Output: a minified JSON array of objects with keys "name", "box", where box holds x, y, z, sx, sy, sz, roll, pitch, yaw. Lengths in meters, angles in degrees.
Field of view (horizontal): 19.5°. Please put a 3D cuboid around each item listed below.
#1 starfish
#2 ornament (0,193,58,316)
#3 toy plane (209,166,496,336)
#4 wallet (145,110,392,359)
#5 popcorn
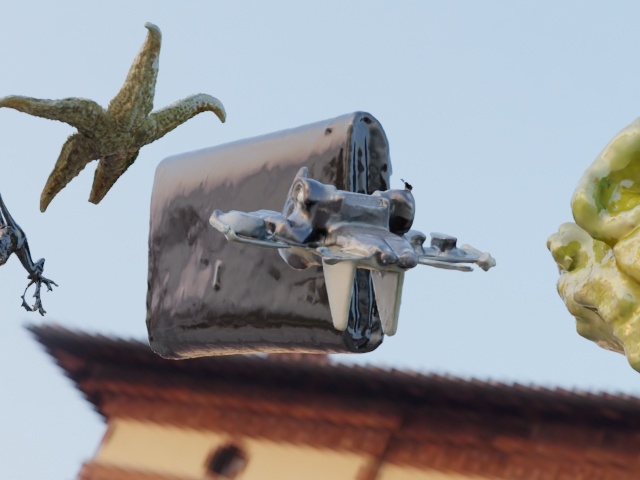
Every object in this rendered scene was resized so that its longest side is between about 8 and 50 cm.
[{"name":"starfish","box":[-0.183,-0.098,1.590,0.217,0.050,0.223,7,-49,-26]},{"name":"ornament","box":[-0.271,0.015,1.620,0.028,0.073,0.125,-14,-70,27]},{"name":"toy plane","box":[0.002,-0.011,1.251,0.192,0.088,0.262,7,14,-23]},{"name":"wallet","box":[-0.061,0.005,1.886,0.062,0.228,0.406,6,-7,-32]},{"name":"popcorn","box":[0.303,0.024,1.400,0.293,0.293,0.237,29,-45,-6]}]
